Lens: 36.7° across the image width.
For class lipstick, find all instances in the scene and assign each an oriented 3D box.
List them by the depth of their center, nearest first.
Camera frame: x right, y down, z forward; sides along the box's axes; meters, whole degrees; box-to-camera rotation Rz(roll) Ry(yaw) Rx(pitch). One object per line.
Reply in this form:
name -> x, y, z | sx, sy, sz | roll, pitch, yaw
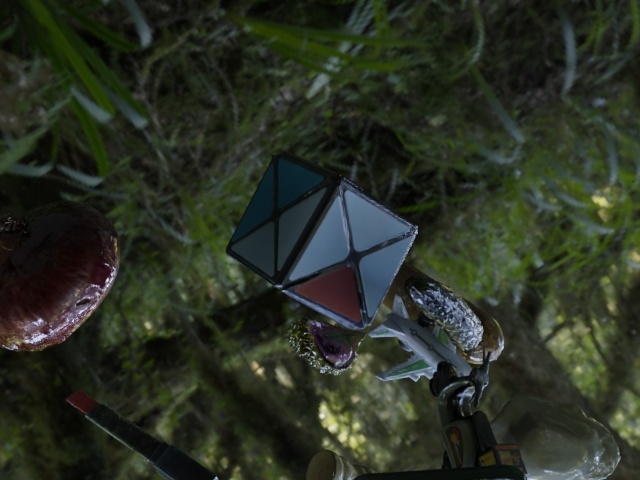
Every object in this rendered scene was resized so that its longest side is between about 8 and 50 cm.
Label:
lipstick -> -0.315, 0.351, 1.689 | 0.051, 0.312, 0.051 | -52, 160, -22

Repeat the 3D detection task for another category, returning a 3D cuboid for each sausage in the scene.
sausage -> 0.245, 0.147, 2.288 | 0.500, 0.136, 0.123 | 35, -87, 46

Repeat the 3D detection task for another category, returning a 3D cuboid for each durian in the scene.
durian -> 0.002, 0.247, 2.101 | 0.186, 0.108, 0.119 | 19, 137, -37

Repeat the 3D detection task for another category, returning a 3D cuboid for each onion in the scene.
onion -> -0.581, 0.047, 1.956 | 0.347, 0.285, 0.348 | -21, -138, 20

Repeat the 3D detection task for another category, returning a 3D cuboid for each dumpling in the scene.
dumpling -> 0.435, 0.381, 1.814 | 0.250, 0.163, 0.132 | 3, 173, 12

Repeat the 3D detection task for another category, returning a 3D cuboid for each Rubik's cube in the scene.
Rubik's cube -> 0.000, 0.000, 1.908 | 0.246, 0.250, 0.248 | 27, -93, 55

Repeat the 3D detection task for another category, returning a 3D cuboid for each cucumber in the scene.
cucumber -> 0.238, 0.132, 1.833 | 0.081, 0.072, 0.303 | -17, 150, 18

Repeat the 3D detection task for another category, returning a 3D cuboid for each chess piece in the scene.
chess piece -> 0.116, 0.653, 2.552 | 0.137, 0.300, 0.137 | -43, -147, 38

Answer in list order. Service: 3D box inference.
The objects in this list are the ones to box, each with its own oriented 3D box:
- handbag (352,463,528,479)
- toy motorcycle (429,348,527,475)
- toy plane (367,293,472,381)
handbag -> 0.207, 0.513, 1.665 | 0.326, 0.239, 0.089 | -7, -172, 8
toy motorcycle -> 0.279, 0.333, 1.794 | 0.090, 0.263, 0.157 | 7, 145, -33
toy plane -> 0.239, 0.231, 2.107 | 0.251, 0.255, 0.101 | -56, 176, 23
